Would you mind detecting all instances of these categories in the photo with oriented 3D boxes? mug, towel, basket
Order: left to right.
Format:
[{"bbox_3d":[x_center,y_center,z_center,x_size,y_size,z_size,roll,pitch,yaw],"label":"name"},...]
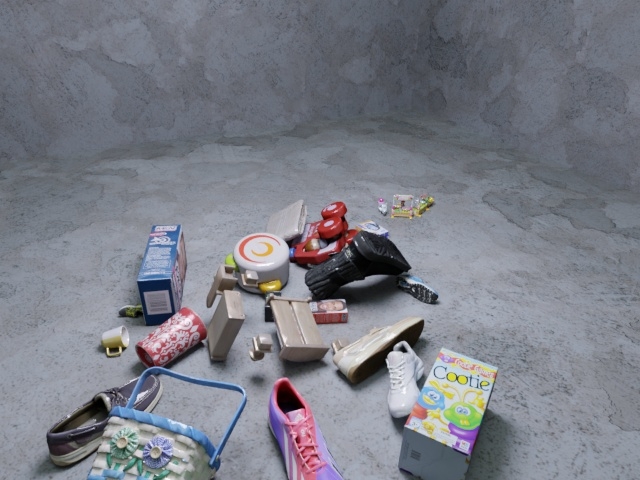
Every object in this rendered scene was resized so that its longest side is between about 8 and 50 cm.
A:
[{"bbox_3d":[-0.591,0.285,1.374,0.064,0.062,0.078,-11,24,-5],"label":"mug"},{"bbox_3d":[-0.426,0.288,1.357,0.113,0.150,0.169,48,48,5],"label":"mug"},{"bbox_3d":[-0.316,0.413,1.012,0.255,0.200,0.288,7,40,12],"label":"basket"},{"bbox_3d":[-0.144,-0.058,1.923,0.187,0.049,0.282,-28,25,19],"label":"towel"}]

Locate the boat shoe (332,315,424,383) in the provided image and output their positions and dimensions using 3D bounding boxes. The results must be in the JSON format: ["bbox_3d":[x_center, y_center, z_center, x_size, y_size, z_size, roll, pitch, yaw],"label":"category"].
[{"bbox_3d":[0.170,0.285,1.356,0.303,0.109,0.098,-26,40,-30],"label":"boat shoe"}]

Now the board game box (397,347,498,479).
[{"bbox_3d":[0.299,0.404,1.109,0.142,0.144,0.275,16,34,24],"label":"board game box"}]

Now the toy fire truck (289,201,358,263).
[{"bbox_3d":[0.000,0.000,1.824,0.254,0.169,0.302,-19,26,19],"label":"toy fire truck"}]

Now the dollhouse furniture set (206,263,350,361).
[{"bbox_3d":[-0.137,0.248,1.421,0.356,0.173,0.303,10,36,-29],"label":"dollhouse furniture set"}]

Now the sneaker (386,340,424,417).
[{"bbox_3d":[0.199,0.345,1.222,0.091,0.115,0.232,-24,16,21],"label":"sneaker"}]

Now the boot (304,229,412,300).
[{"bbox_3d":[0.128,0.098,1.614,0.348,0.260,0.131,21,34,-49],"label":"boot"}]

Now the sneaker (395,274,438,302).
[{"bbox_3d":[0.337,0.152,1.635,0.073,0.063,0.162,-20,36,-37],"label":"sneaker"}]

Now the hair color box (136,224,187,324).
[{"bbox_3d":[-0.511,0.100,1.582,0.105,0.173,0.347,-3,30,-9],"label":"hair color box"}]

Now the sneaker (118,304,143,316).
[{"bbox_3d":[-0.589,0.223,1.506,0.084,0.031,0.035,-8,32,-16],"label":"sneaker"}]

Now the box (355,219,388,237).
[{"bbox_3d":[0.218,-0.039,2.000,0.081,0.028,0.136,-18,33,-31],"label":"box"}]

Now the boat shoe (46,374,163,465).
[{"bbox_3d":[-0.501,0.401,1.137,0.103,0.092,0.285,22,36,32],"label":"boat shoe"}]

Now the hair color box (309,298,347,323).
[{"bbox_3d":[0.011,0.224,1.515,0.141,0.043,0.072,-2,29,-6],"label":"hair color box"}]

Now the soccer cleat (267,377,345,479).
[{"bbox_3d":[-0.038,0.443,1.056,0.109,0.116,0.318,-12,32,-22],"label":"soccer cleat"}]

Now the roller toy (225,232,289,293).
[{"bbox_3d":[-0.199,0.082,1.654,0.210,0.146,0.191,20,44,20],"label":"roller toy"}]

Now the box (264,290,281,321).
[{"bbox_3d":[-0.149,0.207,1.519,0.052,0.062,0.083,1,30,-3],"label":"box"}]

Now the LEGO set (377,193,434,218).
[{"bbox_3d":[0.407,-0.175,2.164,0.287,0.107,0.132,-9,31,-17],"label":"LEGO set"}]
